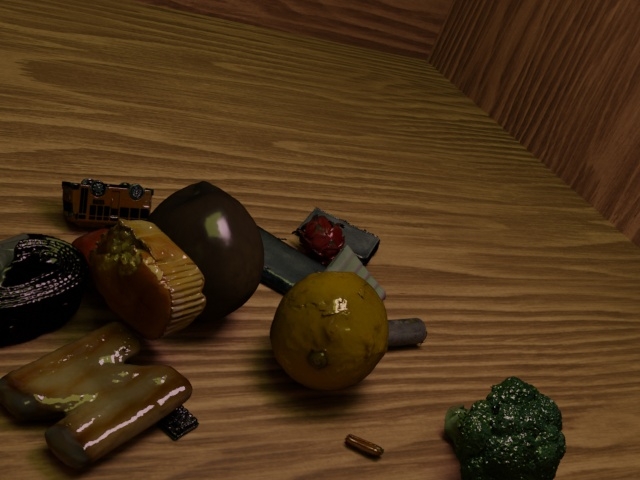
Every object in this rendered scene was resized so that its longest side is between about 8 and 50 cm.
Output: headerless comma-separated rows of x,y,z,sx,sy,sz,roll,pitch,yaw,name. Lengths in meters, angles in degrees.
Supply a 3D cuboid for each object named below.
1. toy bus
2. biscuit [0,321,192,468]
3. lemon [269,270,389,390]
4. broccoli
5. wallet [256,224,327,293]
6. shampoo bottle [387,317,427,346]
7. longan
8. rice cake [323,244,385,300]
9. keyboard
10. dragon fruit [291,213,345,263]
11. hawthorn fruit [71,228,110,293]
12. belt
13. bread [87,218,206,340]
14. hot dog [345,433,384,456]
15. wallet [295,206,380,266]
-0.510,-0.087,2.060,0.201,0.114,0.098,3,5,-32,toy bus
-0.402,0.271,1.559,0.237,0.062,0.290,34,38,21,biscuit
0.022,0.189,1.849,0.260,0.260,0.284,32,43,15,lemon
0.367,0.403,1.787,0.270,0.270,0.270,-1,7,-38,broccoli
-0.122,0.049,2.190,0.379,0.046,0.191,29,30,8,wallet
0.158,0.222,2.081,0.214,0.072,0.072,0,36,-37,shampoo bottle
-0.263,0.022,1.895,0.288,0.288,0.350,8,24,-26,longan
0.082,0.115,2.178,0.189,0.037,0.198,52,30,3,rice cake
-0.332,0.289,1.651,0.231,0.023,0.072,35,28,20,keyboard
0.006,-0.003,2.303,0.130,0.121,0.142,24,34,-51,dragon fruit
-0.474,0.051,1.847,0.132,0.133,0.138,14,30,-17,hawthorn fruit
-0.584,0.085,1.666,0.184,0.164,0.289,40,35,18,belt
-0.345,0.077,1.707,0.133,0.179,0.250,-16,62,-51,bread
0.088,0.415,1.750,0.083,0.021,0.037,23,7,6,hot dog
0.053,-0.009,2.434,0.222,0.036,0.167,25,29,6,wallet
